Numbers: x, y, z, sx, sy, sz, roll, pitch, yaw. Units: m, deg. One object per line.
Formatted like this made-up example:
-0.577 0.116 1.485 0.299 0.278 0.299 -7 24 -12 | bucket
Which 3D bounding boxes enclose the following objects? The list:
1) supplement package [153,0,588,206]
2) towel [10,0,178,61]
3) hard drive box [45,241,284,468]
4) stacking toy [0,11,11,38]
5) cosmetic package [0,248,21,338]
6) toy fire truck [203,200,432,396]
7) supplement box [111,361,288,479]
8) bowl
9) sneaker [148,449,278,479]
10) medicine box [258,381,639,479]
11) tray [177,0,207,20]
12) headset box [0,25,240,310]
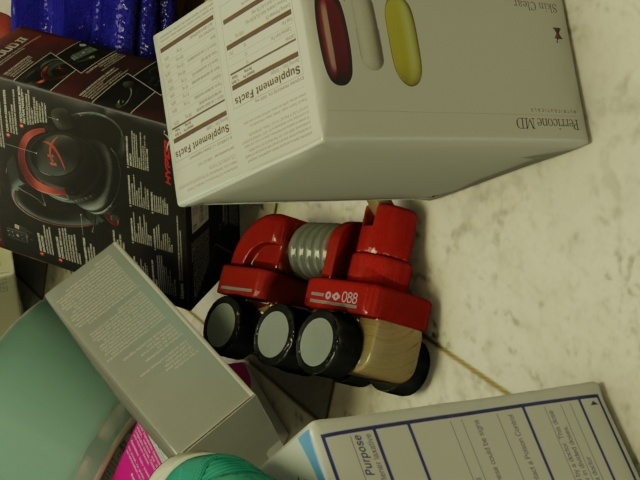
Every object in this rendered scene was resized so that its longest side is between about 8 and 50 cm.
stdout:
0.039 -0.118 1.085 0.204 0.261 0.145 -19 77 53 | supplement package
-0.262 -0.269 1.529 0.308 0.076 0.228 -1 93 54 | towel
-0.138 0.140 1.306 0.232 0.089 0.181 44 166 32 | hard drive box
-0.347 -0.136 1.800 0.279 0.130 0.309 122 141 -75 | stacking toy
-0.471 0.035 1.831 0.296 0.129 0.153 112 144 -67 | cosmetic package
0.000 0.000 1.272 0.217 0.158 0.246 5 79 50 | toy fire truck
-0.138 0.247 1.490 0.114 0.111 0.220 57 134 34 | supplement box
-0.302 0.238 1.602 0.163 0.311 0.312 26 120 9 | bowl
-0.038 0.279 0.856 0.178 0.123 0.296 -17 77 63 | sneaker
0.112 0.261 0.990 0.149 0.289 0.264 -46 56 45 | medicine box
-0.159 -0.204 1.518 0.203 0.076 0.411 44 126 44 | tray
-0.234 -0.080 1.413 0.293 0.110 0.218 16 127 22 | headset box
